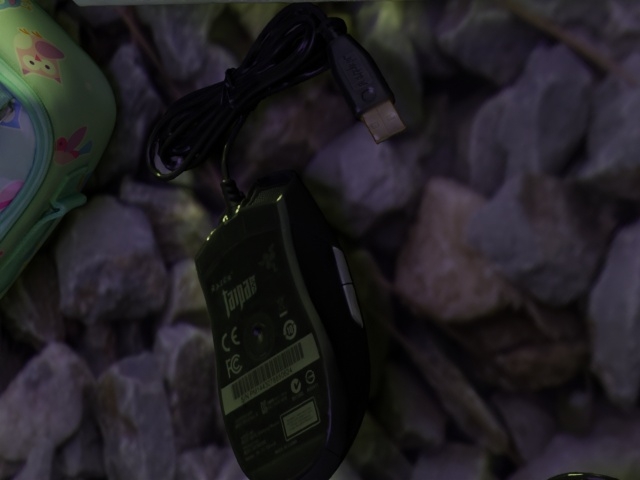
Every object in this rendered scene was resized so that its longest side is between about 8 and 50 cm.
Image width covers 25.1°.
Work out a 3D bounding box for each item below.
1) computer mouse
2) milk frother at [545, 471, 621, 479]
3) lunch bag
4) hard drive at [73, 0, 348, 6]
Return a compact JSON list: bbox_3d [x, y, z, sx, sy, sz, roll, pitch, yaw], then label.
[{"bbox_3d":[0.000,0.000,0.801,0.184,0.060,0.262,-40,57,36],"label":"computer mouse"},{"bbox_3d":[0.143,0.184,0.642,0.129,0.134,0.143,44,137,-7],"label":"milk frother"},{"bbox_3d":[-0.273,-0.056,0.951,0.224,0.108,0.279,46,120,10],"label":"lunch bag"},{"bbox_3d":[-0.034,-0.225,0.723,0.353,0.047,0.233,6,135,35],"label":"hard drive"}]
